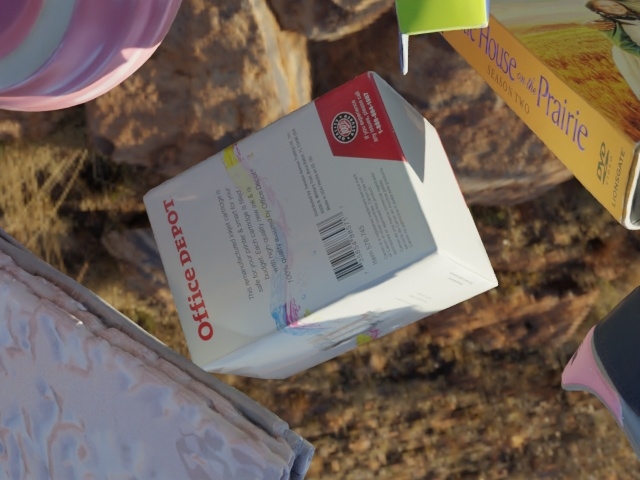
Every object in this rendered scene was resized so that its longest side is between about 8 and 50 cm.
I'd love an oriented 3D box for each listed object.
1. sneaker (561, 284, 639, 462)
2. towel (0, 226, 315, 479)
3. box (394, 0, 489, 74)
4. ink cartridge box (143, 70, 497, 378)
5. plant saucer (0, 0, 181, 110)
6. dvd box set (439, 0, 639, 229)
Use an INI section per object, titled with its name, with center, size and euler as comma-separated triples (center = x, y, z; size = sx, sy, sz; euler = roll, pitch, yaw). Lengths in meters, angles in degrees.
[sneaker]
center = 0.245, 0.163, 0.515
size = 0.112, 0.319, 0.131
euler = -12, 160, -43
[towel]
center = -0.164, 0.175, 0.638
size = 0.053, 0.332, 0.317
euler = -19, 130, -51
[box]
center = 0.042, -0.169, 0.398
size = 0.042, 0.109, 0.178
euler = -3, 137, 11
[ink cartridge box]
center = 0.000, 0.000, 0.659
size = 0.176, 0.128, 0.127
euler = -25, 160, 18
[plant saucer]
center = -0.250, -0.225, 0.661
size = 0.332, 0.084, 0.332
euler = 12, 128, 15
[dvd box set]
center = 0.279, -0.154, 0.778
size = 0.308, 0.420, 0.062
euler = -6, 122, -10
